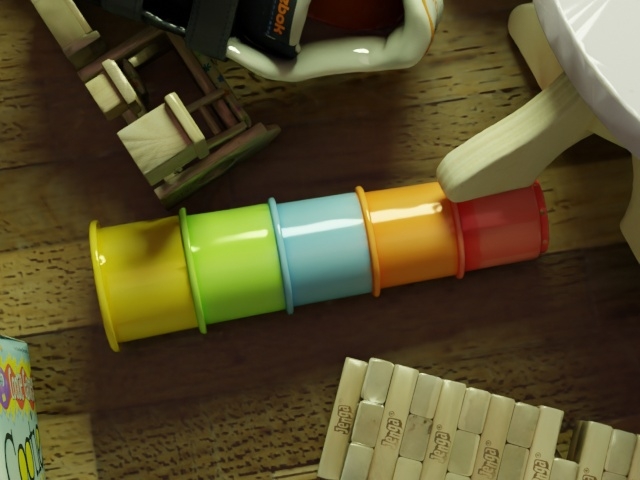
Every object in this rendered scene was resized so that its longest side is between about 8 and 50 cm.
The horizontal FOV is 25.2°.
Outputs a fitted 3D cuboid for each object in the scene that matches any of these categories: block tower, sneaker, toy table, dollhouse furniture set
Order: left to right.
[{"bbox_3d":[-0.119,-0.133,0.988,0.101,0.161,0.182,-33,85,-5],"label":"dollhouse furniture set"},{"bbox_3d":[-0.069,-0.189,0.943,0.321,0.127,0.126,8,124,-11],"label":"sneaker"},{"bbox_3d":[0.168,0.165,0.984,0.335,0.097,0.091,15,82,3],"label":"block tower"},{"bbox_3d":[0.212,-0.097,0.951,0.252,0.161,0.274,-2,58,-16],"label":"toy table"}]

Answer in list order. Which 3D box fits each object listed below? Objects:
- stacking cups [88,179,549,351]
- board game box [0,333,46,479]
[{"bbox_3d":[0.000,0.000,1.005,0.316,0.096,0.096,-12,83,-3],"label":"stacking cups"},{"bbox_3d":[-0.258,0.210,0.951,0.144,0.142,0.275,-10,83,-2],"label":"board game box"}]
